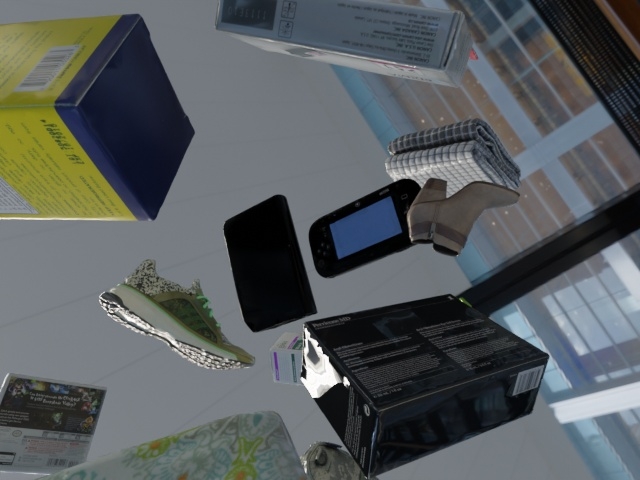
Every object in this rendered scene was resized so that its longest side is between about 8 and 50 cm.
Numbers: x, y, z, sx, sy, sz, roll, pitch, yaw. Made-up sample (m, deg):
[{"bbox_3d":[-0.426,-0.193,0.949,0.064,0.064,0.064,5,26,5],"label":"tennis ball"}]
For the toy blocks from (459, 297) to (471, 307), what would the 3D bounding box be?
[{"bbox_3d":[0.334,0.386,1.327,0.260,0.382,0.191,-11,-152,-14],"label":"toy blocks"}]

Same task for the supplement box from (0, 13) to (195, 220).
[{"bbox_3d":[-0.398,-0.162,0.595,0.194,0.356,0.195,78,-163,-53],"label":"supplement box"}]

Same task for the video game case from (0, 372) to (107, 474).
[{"bbox_3d":[-0.557,0.372,0.864,0.190,0.022,0.173,22,-120,-29],"label":"video game case"}]

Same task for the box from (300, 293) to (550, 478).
[{"bbox_3d":[0.128,0.169,0.568,0.261,0.103,0.184,-6,-156,-25],"label":"box"}]

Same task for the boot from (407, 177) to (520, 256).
[{"bbox_3d":[0.157,-0.024,0.479,0.042,0.118,0.087,70,-148,-64],"label":"boot"}]

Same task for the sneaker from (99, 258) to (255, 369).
[{"bbox_3d":[-0.319,0.185,1.075,0.410,0.158,0.182,37,-126,-19],"label":"sneaker"}]

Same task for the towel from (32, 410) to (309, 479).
[{"bbox_3d":[-0.181,0.343,0.462,0.374,0.320,0.090,-11,-70,-17],"label":"towel"}]

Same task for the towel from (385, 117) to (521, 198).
[{"bbox_3d":[0.329,-0.175,1.041,0.283,0.234,0.122,26,-111,-42],"label":"towel"}]

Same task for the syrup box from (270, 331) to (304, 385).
[{"bbox_3d":[0.003,0.295,1.054,0.093,0.236,0.097,-38,-53,-67],"label":"syrup box"}]

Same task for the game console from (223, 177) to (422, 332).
[{"bbox_3d":[0.000,0.000,0.694,0.044,0.361,0.213,14,-125,-61],"label":"game console"}]

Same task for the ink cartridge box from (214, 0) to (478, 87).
[{"bbox_3d":[0.049,-0.248,0.544,0.275,0.060,0.239,19,-163,20],"label":"ink cartridge box"}]

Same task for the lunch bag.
[{"bbox_3d":[-0.004,0.678,1.087,0.256,0.305,0.212,39,-154,-3],"label":"lunch bag"}]
